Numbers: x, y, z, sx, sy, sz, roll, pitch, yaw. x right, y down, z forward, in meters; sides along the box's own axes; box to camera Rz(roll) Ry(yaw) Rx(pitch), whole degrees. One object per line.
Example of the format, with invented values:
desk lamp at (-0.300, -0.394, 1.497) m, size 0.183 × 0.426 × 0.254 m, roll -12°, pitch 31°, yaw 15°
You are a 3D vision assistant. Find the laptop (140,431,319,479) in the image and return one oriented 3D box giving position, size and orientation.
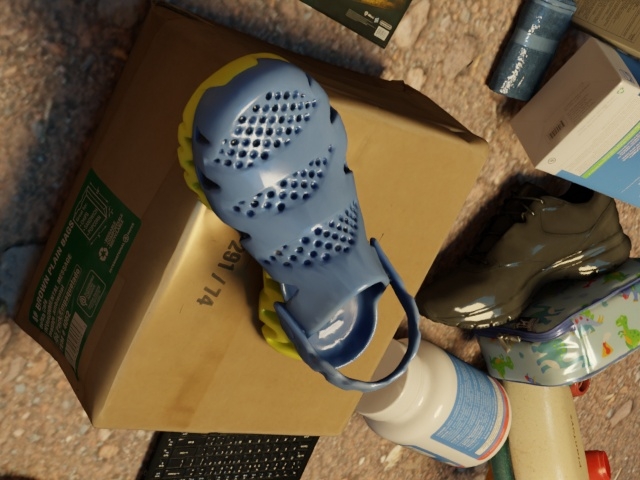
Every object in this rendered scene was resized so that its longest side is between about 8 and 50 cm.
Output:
laptop at (-0.067, 0.284, 1.252) m, size 0.234 × 0.136 × 0.264 m, roll 7°, pitch 114°, yaw -44°

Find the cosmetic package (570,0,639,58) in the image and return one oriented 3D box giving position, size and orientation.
cosmetic package at (0.322, -0.235, 1.231) m, size 0.041 × 0.115 × 0.060 m, roll 22°, pitch 104°, yaw -47°

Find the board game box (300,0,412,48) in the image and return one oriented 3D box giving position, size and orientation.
board game box at (0.025, -0.258, 1.022) m, size 0.186 × 0.026 × 0.126 m, roll 20°, pitch 104°, yaw -47°

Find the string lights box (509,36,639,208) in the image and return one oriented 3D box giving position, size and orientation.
string lights box at (0.350, -0.116, 1.290) m, size 0.260 × 0.076 × 0.133 m, roll 16°, pitch 129°, yaw -39°

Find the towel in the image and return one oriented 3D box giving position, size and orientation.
towel at (0.226, -0.205, 1.234) m, size 0.067 × 0.029 × 0.119 m, roll 6°, pitch 115°, yaw -43°

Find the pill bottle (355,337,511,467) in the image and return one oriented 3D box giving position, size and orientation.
pill bottle at (0.122, 0.184, 1.355) m, size 0.124 × 0.124 × 0.221 m, roll -54°, pitch 139°, yaw 4°

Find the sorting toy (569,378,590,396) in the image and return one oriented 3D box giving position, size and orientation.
sorting toy at (0.339, 0.175, 1.609) m, size 0.061 × 0.042 × 0.102 m, roll -43°, pitch 128°, yaw -31°

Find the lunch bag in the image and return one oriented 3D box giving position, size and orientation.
lunch bag at (0.302, 0.093, 1.388) m, size 0.219 × 0.176 × 0.090 m, roll -25°, pitch 101°, yaw -23°

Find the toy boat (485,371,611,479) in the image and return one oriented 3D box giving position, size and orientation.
toy boat at (0.283, 0.299, 1.539) m, size 0.148 × 0.267 × 0.318 m, roll -14°, pitch 158°, yaw 21°

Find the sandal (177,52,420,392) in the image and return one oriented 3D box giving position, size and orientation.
sandal at (0.000, 0.000, 0.859) m, size 0.126 × 0.138 × 0.317 m, roll -36°, pitch 134°, yaw -12°

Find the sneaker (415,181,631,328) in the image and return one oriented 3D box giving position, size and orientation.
sneaker at (0.226, 0.006, 1.346) m, size 0.286 × 0.109 × 0.130 m, roll -25°, pitch 113°, yaw -22°

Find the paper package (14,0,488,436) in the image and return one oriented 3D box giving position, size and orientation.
paper package at (-0.059, -0.006, 1.026) m, size 0.310 × 0.168 × 0.324 m, roll 12°, pitch 111°, yaw -43°
